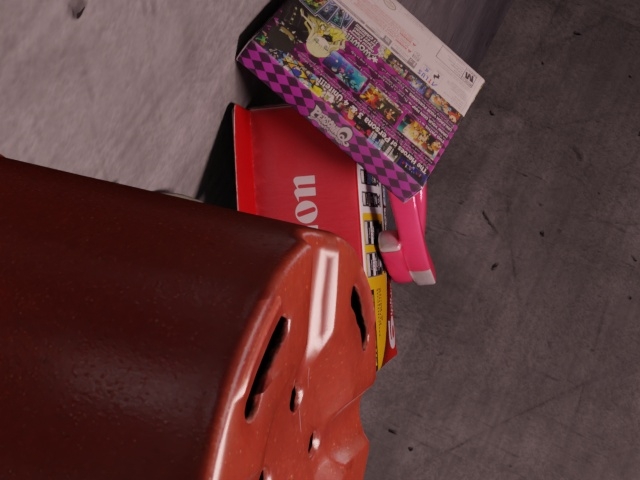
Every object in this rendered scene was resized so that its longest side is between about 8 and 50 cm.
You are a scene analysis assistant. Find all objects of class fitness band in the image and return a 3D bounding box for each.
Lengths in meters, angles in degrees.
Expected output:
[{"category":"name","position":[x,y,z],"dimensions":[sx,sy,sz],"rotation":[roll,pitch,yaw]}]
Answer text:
[{"category":"fitness band","position":[0.100,-0.061,1.291],"dimensions":[0.291,0.054,0.209],"rotation":[61,24,-69]}]

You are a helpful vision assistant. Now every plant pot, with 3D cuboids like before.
[{"category":"plant pot","position":[-0.127,0.078,0.491],"dimensions":[0.272,0.265,0.272],"rotation":[7,90,-71]}]

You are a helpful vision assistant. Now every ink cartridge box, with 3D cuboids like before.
[{"category":"ink cartridge box","position":[0.000,0.000,1.221],"dimensions":[0.272,0.130,0.309],"rotation":[-6,92,-78]}]

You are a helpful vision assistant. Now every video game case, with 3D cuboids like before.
[{"category":"video game case","position":[0.052,-0.183,1.136],"dimensions":[0.042,0.232,0.210],"rotation":[-41,-167,48]}]

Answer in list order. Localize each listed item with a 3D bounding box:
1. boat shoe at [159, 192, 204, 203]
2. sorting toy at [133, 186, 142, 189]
[{"category":"boat shoe","position":[-0.165,0.023,0.959],"dimensions":[0.081,0.079,0.227],"rotation":[-56,174,28]},{"category":"sorting toy","position":[-0.164,-0.017,0.878],"dimensions":[0.102,0.061,0.042],"rotation":[-97,-156,-63]}]
